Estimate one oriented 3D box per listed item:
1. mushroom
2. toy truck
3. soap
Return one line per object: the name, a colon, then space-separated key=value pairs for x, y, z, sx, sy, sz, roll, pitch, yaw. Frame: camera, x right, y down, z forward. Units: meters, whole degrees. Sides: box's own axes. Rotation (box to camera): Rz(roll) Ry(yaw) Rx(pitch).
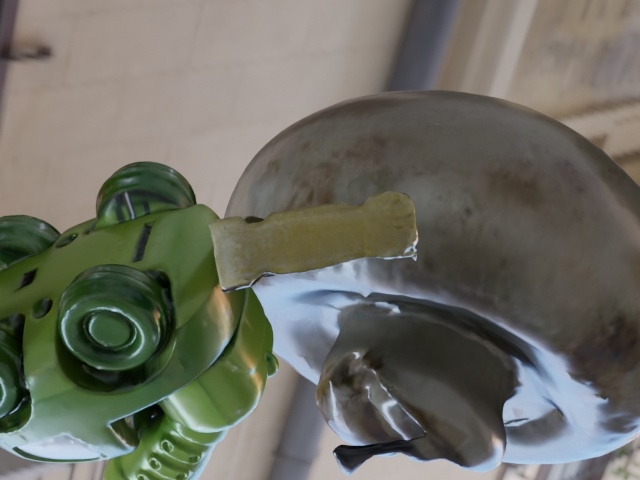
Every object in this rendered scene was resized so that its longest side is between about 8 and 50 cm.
mushroom: x=0.087 y=0.059 z=1.294 sx=0.362 sy=0.362 sz=0.294 roll=19 pitch=-115 yaw=6
toy truck: x=-0.110 y=0.067 z=1.032 sx=0.210 sy=0.187 sz=0.148 roll=41 pitch=-149 yaw=-22
soap: x=0.000 y=-0.001 z=0.894 sx=0.092 sy=0.037 sz=0.252 roll=-10 pitch=180 yaw=1
